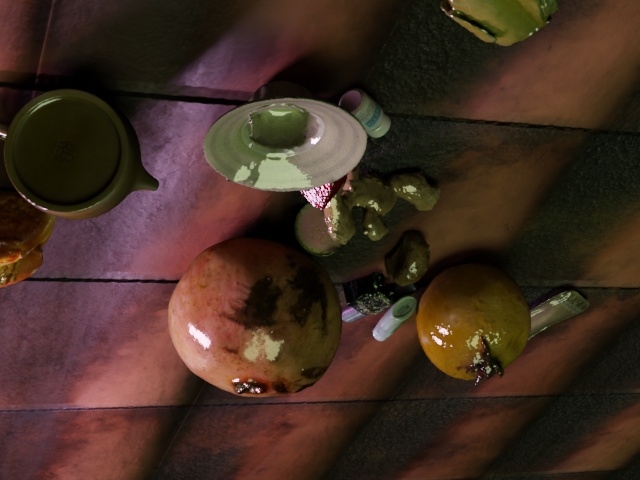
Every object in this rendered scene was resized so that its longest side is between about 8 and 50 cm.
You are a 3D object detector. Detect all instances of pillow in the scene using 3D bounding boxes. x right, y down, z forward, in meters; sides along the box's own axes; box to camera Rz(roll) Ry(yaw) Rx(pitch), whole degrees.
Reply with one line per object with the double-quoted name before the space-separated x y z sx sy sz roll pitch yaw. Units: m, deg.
"pillow" 0.484 0.172 2.601 0.218 0.033 0.130 -29 145 22

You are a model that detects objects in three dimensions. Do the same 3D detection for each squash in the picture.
"squash" 0.004 -0.006 2.118 0.105 0.105 0.132 -12 164 -4

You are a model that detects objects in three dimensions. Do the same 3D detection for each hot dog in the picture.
"hot dog" -0.545 0.002 1.844 0.257 0.153 0.150 7 142 -29

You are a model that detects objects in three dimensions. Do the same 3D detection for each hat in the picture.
"hat" -0.055 -0.183 1.794 0.252 0.110 0.252 -3 150 -2

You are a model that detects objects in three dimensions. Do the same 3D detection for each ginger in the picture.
"ginger" 0.099 -0.061 2.047 0.259 0.065 0.149 4 109 -38

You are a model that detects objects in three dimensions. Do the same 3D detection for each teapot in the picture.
"teapot" -0.367 -0.125 1.723 0.268 0.185 0.175 20 175 1

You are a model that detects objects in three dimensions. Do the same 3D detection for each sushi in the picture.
"sushi" 0.103 0.109 2.331 0.085 0.056 0.083 -29 132 17

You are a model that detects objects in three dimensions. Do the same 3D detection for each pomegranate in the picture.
"pomegranate" -0.115 0.142 2.113 0.322 0.322 0.322 -10 147 -7

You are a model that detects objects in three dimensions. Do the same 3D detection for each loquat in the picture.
"loquat" 0.306 0.167 2.343 0.244 0.243 0.244 -10 147 -7

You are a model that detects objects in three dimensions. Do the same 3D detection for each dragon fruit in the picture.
"dragon fruit" 0.003 -0.146 1.906 0.083 0.106 0.162 -45 160 -47

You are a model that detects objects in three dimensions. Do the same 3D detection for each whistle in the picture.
"whistle" 0.120 0.124 2.392 0.177 0.033 0.033 -27 145 17

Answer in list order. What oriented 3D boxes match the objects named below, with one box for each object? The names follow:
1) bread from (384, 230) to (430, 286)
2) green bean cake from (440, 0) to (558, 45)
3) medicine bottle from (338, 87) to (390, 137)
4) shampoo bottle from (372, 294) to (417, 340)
"bread" 0.172 0.042 2.247 0.060 0.082 0.113 4 146 -30
"green bean cake" 0.249 -0.422 1.396 0.310 0.285 0.202 -36 136 28
"medicine bottle" 0.071 -0.201 1.866 0.052 0.052 0.089 -29 144 22
"shampoo bottle" 0.148 0.165 2.419 0.069 0.041 0.190 -45 174 -22
